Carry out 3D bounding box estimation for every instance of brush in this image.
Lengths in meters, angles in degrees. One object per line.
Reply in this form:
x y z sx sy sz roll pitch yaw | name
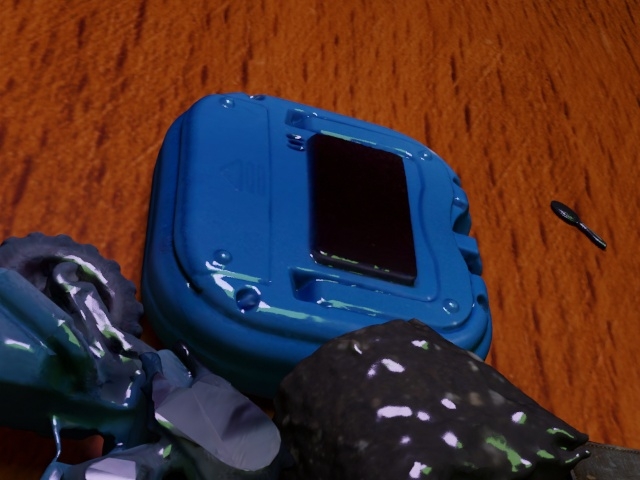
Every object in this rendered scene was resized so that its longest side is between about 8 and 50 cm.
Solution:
0.287 -0.019 1.295 0.024 0.008 0.083 -16 52 -42 | brush

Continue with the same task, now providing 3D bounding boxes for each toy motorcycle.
-0.155 0.161 0.748 0.232 0.172 0.416 -9 57 -41 | toy motorcycle

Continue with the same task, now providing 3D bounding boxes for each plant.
0.084 0.198 0.807 0.199 0.188 0.276 -8 47 -31 | plant

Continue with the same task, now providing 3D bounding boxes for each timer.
0.000 0.000 1.058 0.309 0.115 0.340 14 39 -15 | timer

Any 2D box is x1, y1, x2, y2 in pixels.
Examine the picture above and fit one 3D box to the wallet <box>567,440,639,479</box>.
0.313 0.232 1.004 0.232 0.031 0.122 12 36 -16 | wallet
